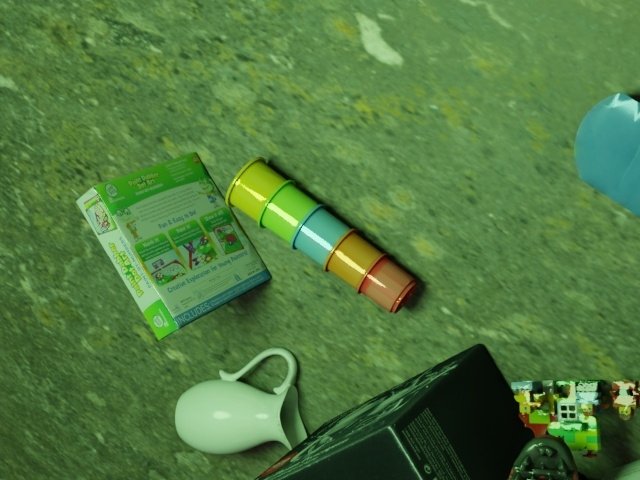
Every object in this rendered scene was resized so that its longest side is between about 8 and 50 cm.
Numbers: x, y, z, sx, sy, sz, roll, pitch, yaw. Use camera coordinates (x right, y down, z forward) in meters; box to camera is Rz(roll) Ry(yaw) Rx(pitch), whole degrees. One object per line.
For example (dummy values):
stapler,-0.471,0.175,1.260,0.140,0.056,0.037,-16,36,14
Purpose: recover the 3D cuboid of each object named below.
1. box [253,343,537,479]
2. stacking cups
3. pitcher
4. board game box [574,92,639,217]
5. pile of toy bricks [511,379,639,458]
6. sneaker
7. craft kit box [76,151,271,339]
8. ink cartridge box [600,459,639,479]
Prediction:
box,0.089,0.339,1.599,0.343,0.312,0.179,-33,87,34
stacking cups,0.000,0.000,1.676,0.316,0.096,0.096,38,121,16
pitcher,-0.132,0.268,1.840,0.207,0.125,0.177,-3,83,21
board game box,0.413,-0.110,1.431,0.169,0.033,0.133,37,126,23
pile of toy bricks,0.359,0.245,1.513,0.212,0.118,0.105,-6,83,33
sneaker,0.322,0.352,1.547,0.098,0.135,0.276,5,131,22
craft kit box,-0.222,0.001,1.719,0.061,0.250,0.246,-30,88,36
ink cartridge box,0.442,0.380,1.400,0.226,0.306,0.131,-29,89,34
